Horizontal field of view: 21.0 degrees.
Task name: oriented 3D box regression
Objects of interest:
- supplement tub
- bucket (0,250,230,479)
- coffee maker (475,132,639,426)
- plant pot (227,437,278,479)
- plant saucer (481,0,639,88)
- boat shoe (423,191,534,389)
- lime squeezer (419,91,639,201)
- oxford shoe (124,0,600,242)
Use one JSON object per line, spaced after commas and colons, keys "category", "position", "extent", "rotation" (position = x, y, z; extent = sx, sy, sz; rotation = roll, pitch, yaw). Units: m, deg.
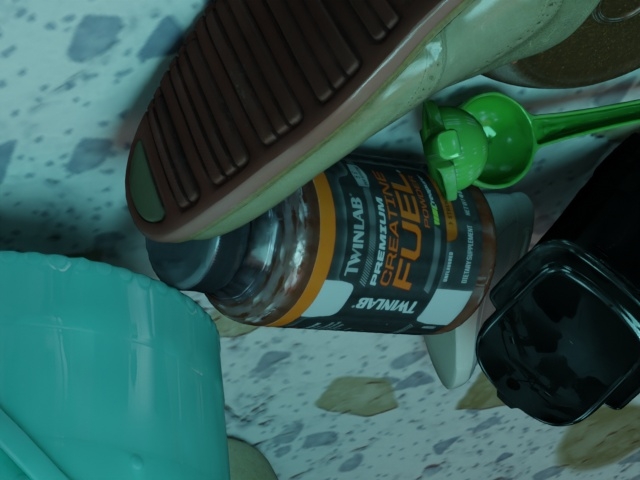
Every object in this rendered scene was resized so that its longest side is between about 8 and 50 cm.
{"category": "supplement tub", "position": [0.000, 0.000, 0.988], "extent": [0.198, 0.106, 0.106], "rotation": [5, 138, -40]}
{"category": "bucket", "position": [-0.174, 0.135, 0.930], "extent": [0.281, 0.183, 0.281], "rotation": [-2, 154, -1]}
{"category": "coffee maker", "position": [0.184, 0.007, 1.059], "extent": [0.178, 0.120, 0.171], "rotation": [-44, 151, -53]}
{"category": "plant pot", "position": [-0.090, 0.320, 1.214], "extent": [0.334, 0.305, 0.334], "rotation": [-18, 148, -12]}
{"category": "plant saucer", "position": [0.161, -0.144, 0.950], "extent": [0.199, 0.036, 0.198], "rotation": [-17, 148, -11]}
{"category": "boat shoe", "position": [0.107, 0.032, 1.161], "extent": [0.063, 0.066, 0.184], "rotation": [-14, 138, -15]}
{"category": "lime squeezer", "position": [0.102, -0.051, 0.960], "extent": [0.310, 0.110, 0.059], "rotation": [-12, 108, -56]}
{"category": "oxford shoe", "position": [0.052, -0.101, 0.842], "extent": [0.348, 0.123, 0.130], "rotation": [-38, 139, 21]}
